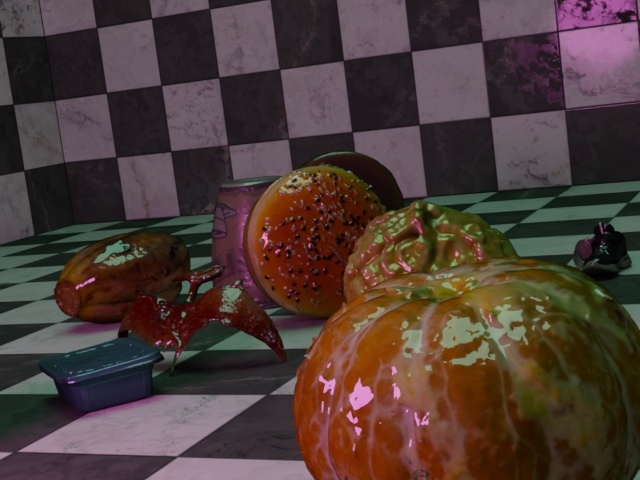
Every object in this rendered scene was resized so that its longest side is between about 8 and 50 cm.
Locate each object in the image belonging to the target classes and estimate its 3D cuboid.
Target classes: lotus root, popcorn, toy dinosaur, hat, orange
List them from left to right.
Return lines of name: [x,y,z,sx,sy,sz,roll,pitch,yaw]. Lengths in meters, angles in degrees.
lotus root: [-0.400,0.076,2.252,0.291,0.193,0.193,-14,10,-36]
toy dinosaur: [-0.225,0.151,1.821,0.327,0.113,0.207,-25,41,17]
popcorn: [0.168,0.066,1.670,0.270,0.224,0.258,-21,-27,35]
orange: [0.137,0.149,0.991,0.329,0.249,0.329,-15,4,1]
hat: [0.542,0.034,2.219,0.058,0.042,0.087,-27,35,16]

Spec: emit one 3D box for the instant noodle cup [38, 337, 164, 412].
instant noodle cup: [-0.329,0.204,1.656,0.157,0.070,0.179,-13,10,-26]

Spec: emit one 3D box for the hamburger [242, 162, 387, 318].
hamburger: [0.000,0.000,2.029,0.300,0.300,0.176,-11,2,-27]

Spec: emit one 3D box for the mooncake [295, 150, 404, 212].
mooncake: [0.042,-0.065,2.495,0.284,0.284,0.155,-8,8,-6]

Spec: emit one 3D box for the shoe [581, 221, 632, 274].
shoe: [0.547,0.013,2.113,0.071,0.099,0.169,-2,7,34]

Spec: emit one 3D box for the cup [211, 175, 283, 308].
cup: [-0.089,-0.002,2.258,0.301,0.257,0.227,-2,11,20]
